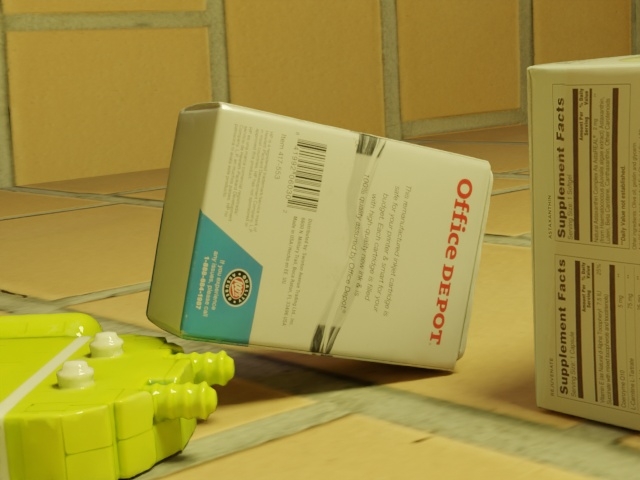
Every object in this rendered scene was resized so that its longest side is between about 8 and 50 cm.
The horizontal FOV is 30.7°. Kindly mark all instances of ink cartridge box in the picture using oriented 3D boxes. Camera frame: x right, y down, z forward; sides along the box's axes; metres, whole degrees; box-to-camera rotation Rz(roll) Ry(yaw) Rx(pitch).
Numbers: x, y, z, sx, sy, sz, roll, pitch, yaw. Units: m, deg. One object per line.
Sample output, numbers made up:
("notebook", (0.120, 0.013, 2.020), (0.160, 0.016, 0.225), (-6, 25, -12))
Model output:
("ink cartridge box", (0.000, 0.000, 0.738), (0.191, 0.139, 0.082), (10, 0, -27))

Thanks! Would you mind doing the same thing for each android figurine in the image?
("android figurine", (-0.186, 0.089, 0.647), (0.273, 0.056, 0.248), (-4, 9, 7))

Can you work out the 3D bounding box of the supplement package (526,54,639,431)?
("supplement package", (0.274, -0.004, 0.615), (0.199, 0.198, 0.263), (-12, 12, -41))
